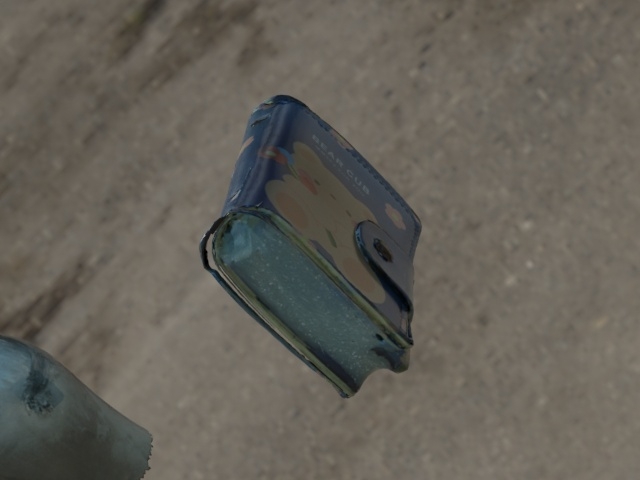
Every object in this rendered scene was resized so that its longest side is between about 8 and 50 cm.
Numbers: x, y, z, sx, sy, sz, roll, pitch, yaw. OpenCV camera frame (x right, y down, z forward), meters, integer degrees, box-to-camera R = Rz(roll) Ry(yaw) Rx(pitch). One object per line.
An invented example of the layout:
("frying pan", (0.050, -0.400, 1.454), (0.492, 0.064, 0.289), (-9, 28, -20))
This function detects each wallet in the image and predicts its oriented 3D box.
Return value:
("wallet", (-0.001, 0.001, 1.019), (0.059, 0.141, 0.202), (-43, 14, 19))

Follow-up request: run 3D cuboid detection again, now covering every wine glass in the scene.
("wine glass", (-0.210, 0.100, 1.062), (0.103, 0.222, 0.103), (-36, 34, 30))
